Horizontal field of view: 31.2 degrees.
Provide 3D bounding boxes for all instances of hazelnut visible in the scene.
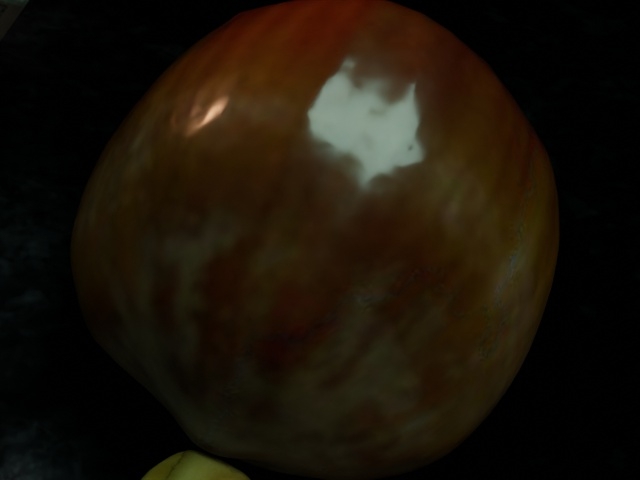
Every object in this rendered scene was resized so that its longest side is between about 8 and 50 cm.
[{"bbox_3d":[0.004,-0.008,0.866,0.366,0.365,0.365,15,42,-14],"label":"hazelnut"}]

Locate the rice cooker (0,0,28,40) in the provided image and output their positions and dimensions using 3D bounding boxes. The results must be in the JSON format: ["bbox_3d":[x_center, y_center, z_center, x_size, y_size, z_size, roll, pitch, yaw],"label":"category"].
[{"bbox_3d":[-0.361,-0.234,0.921,0.264,0.316,0.317,40,42,9],"label":"rice cooker"}]

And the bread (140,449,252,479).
[{"bbox_3d":[-0.087,0.234,0.660,0.142,0.091,0.305,43,17,-3],"label":"bread"}]
